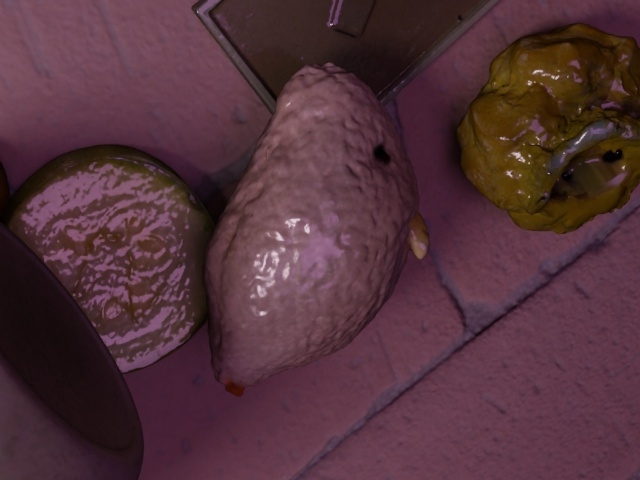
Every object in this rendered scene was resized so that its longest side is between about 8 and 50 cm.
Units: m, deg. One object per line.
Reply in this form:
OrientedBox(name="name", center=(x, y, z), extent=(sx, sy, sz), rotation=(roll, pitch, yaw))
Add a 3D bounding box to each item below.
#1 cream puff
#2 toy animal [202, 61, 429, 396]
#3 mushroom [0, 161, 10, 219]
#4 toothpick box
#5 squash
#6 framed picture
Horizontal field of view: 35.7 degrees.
OrientedBox(name="cream puff", center=(0.312, -0.127, 1.202), extent=(0.281, 0.185, 0.282), rotation=(-6, 106, -22))
OrientedBox(name="toy animal", center=(-0.003, 0.006, 1.072), extent=(0.226, 0.188, 0.358), rotation=(28, 89, -42))
OrientedBox(name="mushroom", center=(-0.362, -0.032, 0.982), extent=(0.129, 0.073, 0.088), rotation=(-42, 153, -3))
OrientedBox(name="toothpick box", center=(-0.402, 0.200, 0.844), extent=(0.425, 0.409, 0.409), rotation=(-36, 119, 2))
OrientedBox(name="squash", center=(-0.232, 0.026, 1.074), extent=(0.252, 0.049, 0.252), rotation=(-8, 110, -22))
OrientedBox(name="framed picture", center=(0.044, -0.271, 1.121), extent=(0.324, 0.020, 0.240), rotation=(-44, 119, -6))
